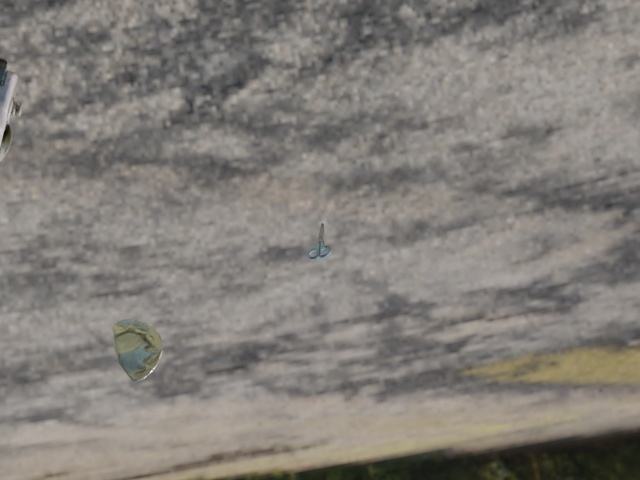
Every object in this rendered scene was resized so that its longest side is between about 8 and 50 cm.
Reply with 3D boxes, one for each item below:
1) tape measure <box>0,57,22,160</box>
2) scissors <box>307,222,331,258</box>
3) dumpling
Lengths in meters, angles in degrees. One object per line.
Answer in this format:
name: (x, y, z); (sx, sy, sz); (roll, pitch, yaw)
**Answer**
tape measure: (-0.534, -0.179, 1.958); (0.120, 0.197, 0.236); (14, 177, -13)
scissors: (0.000, 0.000, 1.863); (0.036, 0.083, 0.006); (-13, 126, 13)
dumpling: (-0.221, 0.131, 1.525); (0.059, 0.077, 0.043); (-28, 133, -1)
